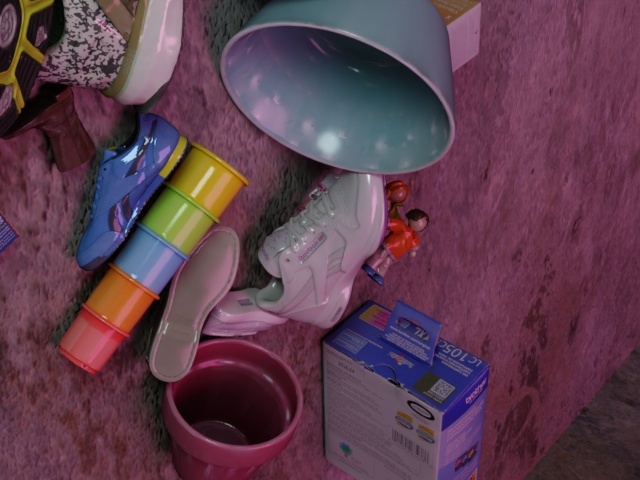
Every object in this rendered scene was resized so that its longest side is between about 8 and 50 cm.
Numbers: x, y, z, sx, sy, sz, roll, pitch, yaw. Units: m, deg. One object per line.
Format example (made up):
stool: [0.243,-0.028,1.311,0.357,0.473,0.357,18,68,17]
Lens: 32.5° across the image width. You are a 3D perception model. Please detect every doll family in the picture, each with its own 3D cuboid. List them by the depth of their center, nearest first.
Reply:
doll family: [0.063,-0.064,1.736,0.163,0.118,0.263,-50,129,-5]

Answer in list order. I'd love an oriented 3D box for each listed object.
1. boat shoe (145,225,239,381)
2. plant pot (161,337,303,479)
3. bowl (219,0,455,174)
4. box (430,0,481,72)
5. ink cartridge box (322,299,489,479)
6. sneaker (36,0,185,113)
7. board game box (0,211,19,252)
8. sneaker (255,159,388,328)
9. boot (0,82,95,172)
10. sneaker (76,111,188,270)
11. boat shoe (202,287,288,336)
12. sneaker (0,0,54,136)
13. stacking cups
boat shoe: [-0.182,0.081,1.523,0.081,0.068,0.228,24,90,-19]
plant pot: [-0.144,0.276,1.630,0.201,0.201,0.180,-30,152,-40]
bowl: [0.044,-0.236,1.413,0.311,0.311,0.163,62,43,-54]
box: [0.134,-0.296,1.608,0.170,0.130,0.091,-39,143,-32]
ink cartridge box: [0.149,0.292,1.963,0.151,0.270,0.396,-39,143,-34]
sneaker: [-0.225,-0.323,1.087,0.182,0.158,0.411,-6,116,-33]
board game box: [-0.415,-0.020,1.128,0.147,0.045,0.193,-47,146,-20]
sneaker: [0.000,0.000,1.584,0.152,0.114,0.305,11,120,-20]
boot: [-0.304,-0.110,1.228,0.106,0.037,0.114,-41,148,-26]
sneaker: [-0.249,-0.063,1.328,0.082,0.069,0.209,32,97,-26]
boat shoe: [-0.115,0.117,1.653,0.063,0.066,0.184,-48,160,22]
sneaker: [-0.327,-0.264,0.962,0.145,0.147,0.385,-66,163,-68]
stacking cups: [-0.216,0.029,1.412,0.316,0.096,0.096,-56,148,-3]
